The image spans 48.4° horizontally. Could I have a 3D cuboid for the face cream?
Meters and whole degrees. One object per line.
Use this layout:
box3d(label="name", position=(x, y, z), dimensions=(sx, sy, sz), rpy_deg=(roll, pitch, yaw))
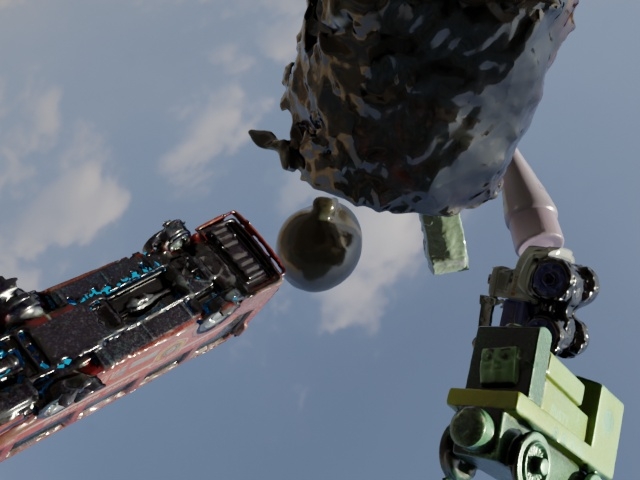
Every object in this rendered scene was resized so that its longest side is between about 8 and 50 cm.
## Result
box3d(label="face cream", position=(0.393, -0.095, 1.376), dimensions=(0.096, 0.154, 0.274), rpy_deg=(-26, -130, 28))

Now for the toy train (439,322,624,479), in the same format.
box3d(label="toy train", position=(0.337, 0.298, 1.107), dimensions=(0.160, 0.397, 0.253), rpy_deg=(-5, -123, 45))

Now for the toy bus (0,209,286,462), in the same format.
box3d(label="toy bus", position=(-0.122, 0.055, 0.400), dimensions=(0.074, 0.234, 0.096), rpy_deg=(52, -50, 12))

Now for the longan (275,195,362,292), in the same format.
box3d(label="longan", position=(0.000, 0.000, 1.350), dimensions=(0.159, 0.205, 0.185), rpy_deg=(26, -134, 21))

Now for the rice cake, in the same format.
box3d(label="rice cake", position=(0.188, -0.044, 1.138), dimensions=(0.069, 0.207, 0.063), rpy_deg=(-13, -165, 5))

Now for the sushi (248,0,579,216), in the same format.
box3d(label="sushi", position=(0.104, -0.201, 0.764), dimensions=(0.281, 0.294, 0.299), rpy_deg=(21, -143, 6))

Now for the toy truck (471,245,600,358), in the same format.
box3d(label="toy truck", position=(0.367, 0.113, 1.231), dimensions=(0.176, 0.161, 0.213), rpy_deg=(10, -92, 41))
